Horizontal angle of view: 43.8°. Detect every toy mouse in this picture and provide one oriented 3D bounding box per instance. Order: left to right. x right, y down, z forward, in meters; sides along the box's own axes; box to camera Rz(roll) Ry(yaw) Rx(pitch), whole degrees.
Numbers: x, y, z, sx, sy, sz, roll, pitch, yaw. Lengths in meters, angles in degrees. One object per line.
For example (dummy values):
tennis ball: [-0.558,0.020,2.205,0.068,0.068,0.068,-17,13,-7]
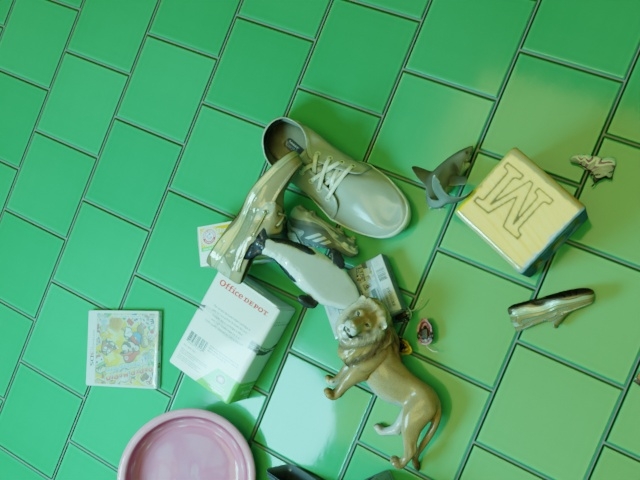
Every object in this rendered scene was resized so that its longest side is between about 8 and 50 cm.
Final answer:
toy mouse: [0.216,0.201,1.867,0.161,0.031,0.143,20,93,25]

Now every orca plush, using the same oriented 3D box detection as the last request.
orca plush: [-0.045,0.080,1.864,0.287,0.102,0.151,18,78,-16]

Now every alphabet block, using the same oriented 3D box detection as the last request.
alphabet block: [0.438,-0.056,1.726,0.197,0.192,0.193,45,99,18]

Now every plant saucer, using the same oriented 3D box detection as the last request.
plant saucer: [-0.326,0.581,1.957,0.332,0.084,0.332,1,79,-7]

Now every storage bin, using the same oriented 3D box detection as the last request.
storage bin: [-0.073,0.605,1.892,0.135,0.098,0.091,14,100,50]

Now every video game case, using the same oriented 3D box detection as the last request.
video game case: [-0.531,0.292,2.150,0.227,0.026,0.206,-1,84,21]

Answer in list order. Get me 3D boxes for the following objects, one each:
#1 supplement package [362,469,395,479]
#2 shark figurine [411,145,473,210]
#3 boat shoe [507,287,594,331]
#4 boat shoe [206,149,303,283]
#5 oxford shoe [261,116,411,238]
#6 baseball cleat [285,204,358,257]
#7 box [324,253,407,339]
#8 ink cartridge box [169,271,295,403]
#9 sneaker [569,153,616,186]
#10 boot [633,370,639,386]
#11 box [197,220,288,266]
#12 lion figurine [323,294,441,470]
supplement package: [0.079,0.636,1.786,0.194,0.203,0.149,-31,75,15]
shark figurine: [0.252,-0.128,1.780,0.116,0.278,0.166,40,119,-4]
boat shoe: [0.512,0.157,1.749,0.190,0.068,0.072,-17,91,28]
boat shoe: [-0.131,-0.055,1.869,0.110,0.121,0.341,37,103,5]
oxford shoe: [0.021,-0.155,1.929,0.449,0.130,0.169,38,97,19]
baseball cleat: [0.000,0.000,1.962,0.206,0.072,0.109,39,113,24]
box: [0.097,0.136,1.899,0.186,0.038,0.145,-28,69,22]
ink cartridge box: [-0.218,0.235,1.987,0.198,0.115,0.273,32,97,20]
sneaker: [0.596,-0.153,1.754,0.098,0.038,0.069,8,87,22]
boot: [0.730,0.286,1.659,0.114,0.037,0.106,33,110,24]
box: [-0.194,0.007,2.001,0.203,0.114,0.103,-9,81,21]
lion figurine: [0.160,0.324,1.812,0.392,0.142,0.240,44,103,-4]
